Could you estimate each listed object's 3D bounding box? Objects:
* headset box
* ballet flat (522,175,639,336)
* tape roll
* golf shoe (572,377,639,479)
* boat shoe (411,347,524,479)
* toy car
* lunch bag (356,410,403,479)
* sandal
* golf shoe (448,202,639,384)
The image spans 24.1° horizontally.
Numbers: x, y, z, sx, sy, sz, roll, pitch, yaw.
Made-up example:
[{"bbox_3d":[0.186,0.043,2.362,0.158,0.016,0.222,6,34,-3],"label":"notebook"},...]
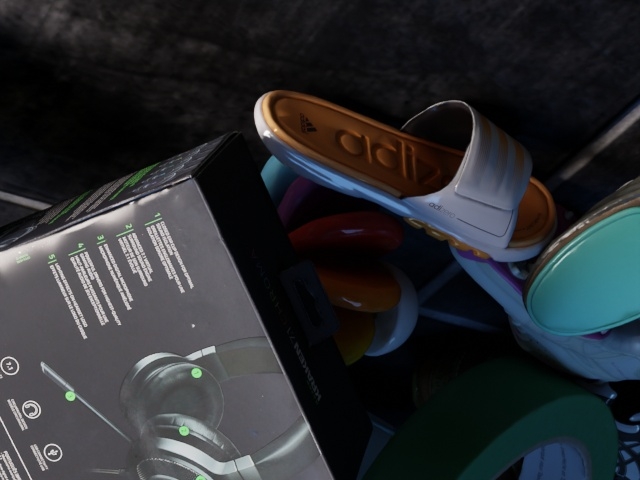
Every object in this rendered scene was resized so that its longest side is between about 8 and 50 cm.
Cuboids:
[{"bbox_3d":[-0.127,0.087,1.030,0.283,0.131,0.246,-22,102,16],"label":"headset box"},{"bbox_3d":[0.275,-0.023,1.123,0.280,0.096,0.095,-36,101,26],"label":"ballet flat"},{"bbox_3d":[0.139,0.260,1.343,0.077,0.321,0.321,33,167,37],"label":"tape roll"},{"bbox_3d":[0.316,0.190,1.511,0.198,0.077,0.094,27,140,-36],"label":"golf shoe"},{"bbox_3d":[0.172,0.200,1.519,0.104,0.110,0.307,2,142,22],"label":"boat shoe"},{"bbox_3d":[0.000,0.000,1.142,0.159,0.182,0.136,3,135,-35],"label":"toy car"},{"bbox_3d":[-0.017,0.252,1.453,0.279,0.224,0.108,31,153,-13],"label":"lunch bag"},{"bbox_3d":[0.081,-0.061,1.095,0.265,0.102,0.076,18,134,-26],"label":"sandal"},{"bbox_3d":[0.200,0.057,1.274,0.306,0.115,0.140,28,142,-34],"label":"golf shoe"}]
